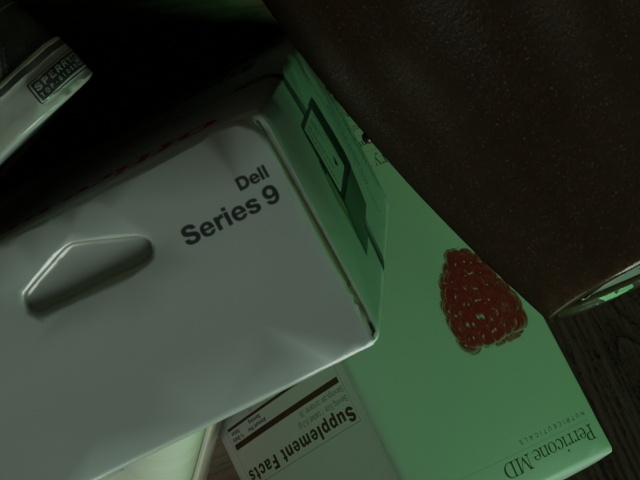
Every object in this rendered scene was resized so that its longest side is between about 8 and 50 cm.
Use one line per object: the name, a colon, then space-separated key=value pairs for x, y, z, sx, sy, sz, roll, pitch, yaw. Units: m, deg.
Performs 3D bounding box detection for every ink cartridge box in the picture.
ink cartridge box: x=-0.083 y=0.009 z=0.934 sx=0.211 sy=0.122 sz=0.289 roll=-27 pitch=-170 yaw=9

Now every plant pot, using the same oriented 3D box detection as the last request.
plant pot: x=0.099 y=-0.090 z=0.828 sx=0.215 sy=0.230 sz=0.215 roll=-26 pitch=170 yaw=-5

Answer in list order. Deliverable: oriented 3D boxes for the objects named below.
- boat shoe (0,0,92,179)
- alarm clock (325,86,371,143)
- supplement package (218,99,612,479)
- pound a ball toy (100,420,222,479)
boat shoe: x=-0.186 y=-0.038 z=0.838 sx=0.219 sy=0.070 sz=0.078 roll=-40 pitch=-174 yaw=36
alarm clock: x=0.087 y=-0.130 z=1.020 sx=0.192 sy=0.064 sz=0.129 roll=-48 pitch=163 yaw=0
supplement package: x=0.028 y=0.068 z=1.263 sx=0.177 sy=0.293 sz=0.175 roll=-20 pitch=168 yaw=-37
pound a ball toy: x=-0.185 y=0.143 z=1.236 sx=0.319 sy=0.208 sz=0.136 roll=109 pitch=6 yaw=-47
